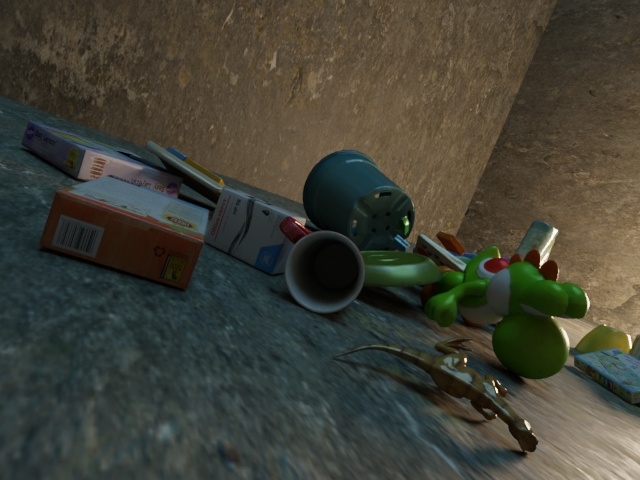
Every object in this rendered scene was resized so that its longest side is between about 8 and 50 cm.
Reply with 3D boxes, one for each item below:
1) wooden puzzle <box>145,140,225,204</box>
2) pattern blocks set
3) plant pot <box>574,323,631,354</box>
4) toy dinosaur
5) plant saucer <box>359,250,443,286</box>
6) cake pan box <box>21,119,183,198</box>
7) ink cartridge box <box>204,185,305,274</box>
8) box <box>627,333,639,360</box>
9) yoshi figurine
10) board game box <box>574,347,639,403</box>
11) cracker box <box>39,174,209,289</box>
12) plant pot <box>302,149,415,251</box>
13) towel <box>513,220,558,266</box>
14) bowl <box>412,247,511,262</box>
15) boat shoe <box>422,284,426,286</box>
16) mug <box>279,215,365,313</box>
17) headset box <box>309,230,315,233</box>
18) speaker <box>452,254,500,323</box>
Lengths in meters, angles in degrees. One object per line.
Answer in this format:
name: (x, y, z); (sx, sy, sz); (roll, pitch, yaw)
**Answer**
wooden puzzle: (-0.307, -0.154, 1.077); (0.220, 0.044, 0.239); (32, -9, 5)
pattern blocks set: (0.315, 0.067, 1.076); (0.325, 0.026, 0.285); (45, -17, 16)
plant pot: (0.794, 0.289, 1.174); (0.134, 0.095, 0.134); (20, 7, -3)
toy dinosaur: (0.134, 0.139, 0.460); (0.211, 0.064, 0.112); (24, 9, 23)
plant saucer: (0.125, 0.051, 0.867); (0.240, 0.037, 0.241); (-1, 7, 0)
cake pan box: (-0.493, -0.179, 0.989); (0.245, 0.070, 0.266); (28, 8, 30)
ink cartridge box: (-0.129, -0.023, 0.739); (0.180, 0.104, 0.060); (23, 8, 19)
box: (0.761, 0.294, 0.952); (0.103, 0.114, 0.203); (24, 9, 28)
yoshi figurine: (0.316, 0.141, 0.772); (0.203, 0.203, 0.362); (61, -9, -1)
board game box: (0.618, 0.272, 0.868); (0.103, 0.026, 0.154); (-9, 11, -5)
cracker box: (-0.233, -0.021, 0.560); (0.155, 0.067, 0.232); (20, 8, -16)
plant pot: (0.148, -0.119, 1.529); (0.340, 0.341, 0.334); (18, 16, -28)
towel: (0.736, 0.100, 1.521); (0.090, 0.321, 0.374); (28, 9, 29)
bowl: (0.566, 0.090, 1.712); (0.390, 0.077, 0.391); (7, 0, 0)
boat shoe: (0.370, 0.113, 1.303); (0.223, 0.080, 0.073); (11, 17, -34)
mug: (0.014, 0.026, 0.667); (0.113, 0.151, 0.169); (-15, -3, 9)
headset box: (0.000, 0.000, 1.243); (0.062, 0.032, 0.083); (28, 8, 40)
speaker: (0.449, 0.137, 1.126); (0.131, 0.131, 0.296); (16, 8, -38)
